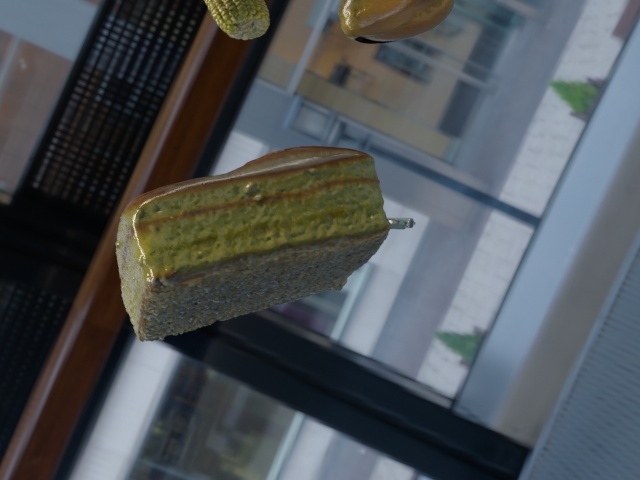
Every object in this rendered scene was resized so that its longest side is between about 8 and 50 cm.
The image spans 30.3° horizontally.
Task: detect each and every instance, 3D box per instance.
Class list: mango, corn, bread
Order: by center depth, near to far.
[{"bbox_3d":[-0.071,0.001,1.119,0.184,0.234,0.110,121,132,-65],"label":"bread"},{"bbox_3d":[-0.122,-0.331,1.500,0.063,0.085,0.165,-47,59,46],"label":"corn"},{"bbox_3d":[0.150,-0.458,2.290,0.166,0.236,0.136,68,-173,-52],"label":"mango"}]

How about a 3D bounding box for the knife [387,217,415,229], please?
[{"bbox_3d":[0.000,-0.002,1.463,0.278,0.123,0.053,-25,62,57],"label":"knife"}]
